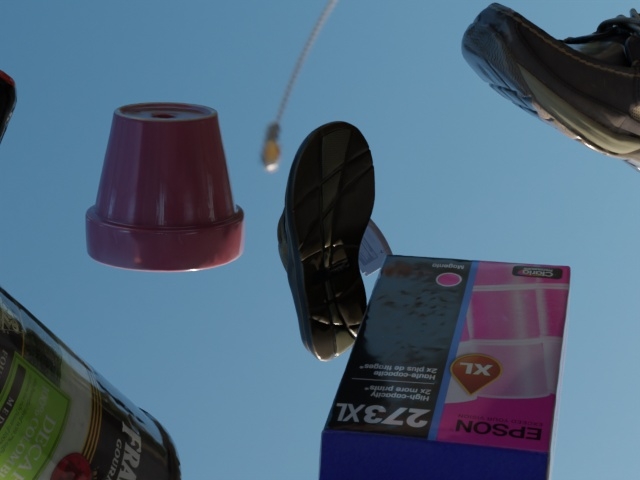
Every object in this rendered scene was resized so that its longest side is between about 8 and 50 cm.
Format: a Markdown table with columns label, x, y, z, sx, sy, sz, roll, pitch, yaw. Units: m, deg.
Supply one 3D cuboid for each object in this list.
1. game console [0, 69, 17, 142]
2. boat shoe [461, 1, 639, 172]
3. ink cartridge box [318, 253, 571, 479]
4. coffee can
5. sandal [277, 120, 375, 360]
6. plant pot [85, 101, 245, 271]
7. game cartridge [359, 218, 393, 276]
| label | x | y | z | sx | sy | sz | roll | pitch | yaw |
| --- | --- | --- | --- | --- | --- | --- | --- | --- | --- |
| game console | -0.489 | -0.025 | 1.197 | 0.342 | 0.060 | 0.387 | 20 | -95 | -7 |
| boat shoe | 0.261 | -0.137 | 1.166 | 0.355 | 0.132 | 0.130 | 20 | -77 | -41 |
| ink cartridge box | 0.107 | 0.129 | 1.120 | 0.371 | 0.175 | 0.069 | -67 | -22 | -57 |
| coffee can | -0.260 | 0.149 | 1.024 | 0.275 | 0.201 | 0.201 | 51 | -141 | -44 |
| sandal | 0.000 | 0.000 | 1.197 | 0.090 | 0.060 | 0.219 | -22 | -58 | -31 |
| plant pot | -0.191 | -0.073 | 1.696 | 0.201 | 0.201 | 0.180 | -19 | -64 | -54 |
| game cartridge | 0.052 | 0.000 | 1.690 | 0.083 | 0.056 | 0.017 | 54 | -136 | -4 |
